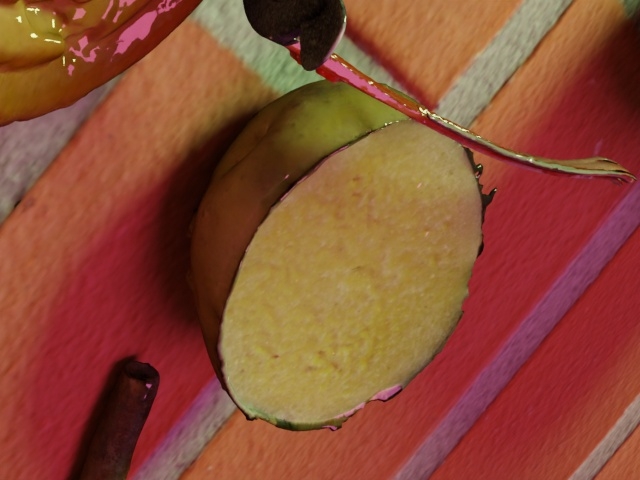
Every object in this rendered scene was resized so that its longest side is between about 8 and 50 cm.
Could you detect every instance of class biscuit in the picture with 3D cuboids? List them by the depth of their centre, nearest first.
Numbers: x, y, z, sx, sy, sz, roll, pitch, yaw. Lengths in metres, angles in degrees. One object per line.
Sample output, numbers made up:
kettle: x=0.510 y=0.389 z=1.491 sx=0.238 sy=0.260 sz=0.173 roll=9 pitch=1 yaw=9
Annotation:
biscuit: x=-0.077 y=-0.120 z=0.750 sx=0.224 sy=0.033 sz=0.144 roll=-49 pitch=152 yaw=0

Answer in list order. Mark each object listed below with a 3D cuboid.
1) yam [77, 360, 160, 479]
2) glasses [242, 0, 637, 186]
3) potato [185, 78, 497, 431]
yam: x=-0.128 y=0.156 z=1.027 sx=0.027 sy=0.029 sz=0.234 roll=9 pitch=122 yaw=-28
glasses: x=0.119 y=-0.133 z=0.835 sx=0.268 sy=0.118 sz=0.234 roll=28 pitch=101 yaw=-34
potato: x=0.000 y=0.000 z=0.964 sx=0.164 sy=0.081 sz=0.200 roll=-30 pitch=144 yaw=-19
